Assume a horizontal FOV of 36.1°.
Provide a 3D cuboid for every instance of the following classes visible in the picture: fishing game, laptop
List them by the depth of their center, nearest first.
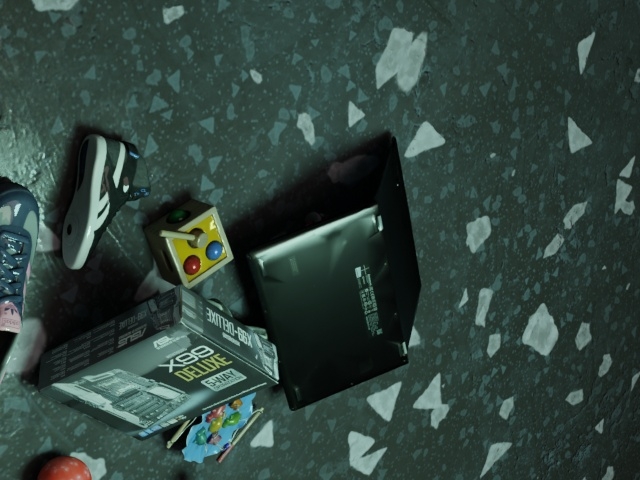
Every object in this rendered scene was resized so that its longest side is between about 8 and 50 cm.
[{"bbox_3d":[-0.176,0.336,1.801,0.189,0.041,0.264,-51,156,-9],"label":"fishing game"},{"bbox_3d":[0.049,0.062,1.958,0.408,0.236,0.382,-21,121,-13],"label":"laptop"}]

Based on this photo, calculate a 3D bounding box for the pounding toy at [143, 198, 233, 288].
[{"bbox_3d":[-0.228,0.002,1.676,0.130,0.100,0.141,-36,125,-30],"label":"pounding toy"}]

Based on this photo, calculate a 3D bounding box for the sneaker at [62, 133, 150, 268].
[{"bbox_3d":[-0.334,-0.054,1.575,0.121,0.079,0.217,9,96,-42],"label":"sneaker"}]

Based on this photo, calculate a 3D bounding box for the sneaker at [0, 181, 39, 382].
[{"bbox_3d":[-0.470,0.077,1.456,0.112,0.131,0.319,12,95,-44],"label":"sneaker"}]

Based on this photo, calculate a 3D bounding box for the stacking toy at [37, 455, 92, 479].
[{"bbox_3d":[-0.420,0.522,1.655,0.141,0.141,0.330,-16,109,-39],"label":"stacking toy"}]

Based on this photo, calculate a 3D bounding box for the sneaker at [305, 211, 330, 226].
[{"bbox_3d":[0.000,0.000,1.932,0.057,0.047,0.119,-17,116,-51],"label":"sneaker"}]

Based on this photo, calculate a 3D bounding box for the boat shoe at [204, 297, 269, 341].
[{"bbox_3d":[-0.212,0.159,1.750,0.335,0.121,0.119,32,69,-53],"label":"boat shoe"}]

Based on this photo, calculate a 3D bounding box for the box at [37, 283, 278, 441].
[{"bbox_3d":[-0.261,0.207,1.594,0.242,0.307,0.076,40,34,-43],"label":"box"}]
